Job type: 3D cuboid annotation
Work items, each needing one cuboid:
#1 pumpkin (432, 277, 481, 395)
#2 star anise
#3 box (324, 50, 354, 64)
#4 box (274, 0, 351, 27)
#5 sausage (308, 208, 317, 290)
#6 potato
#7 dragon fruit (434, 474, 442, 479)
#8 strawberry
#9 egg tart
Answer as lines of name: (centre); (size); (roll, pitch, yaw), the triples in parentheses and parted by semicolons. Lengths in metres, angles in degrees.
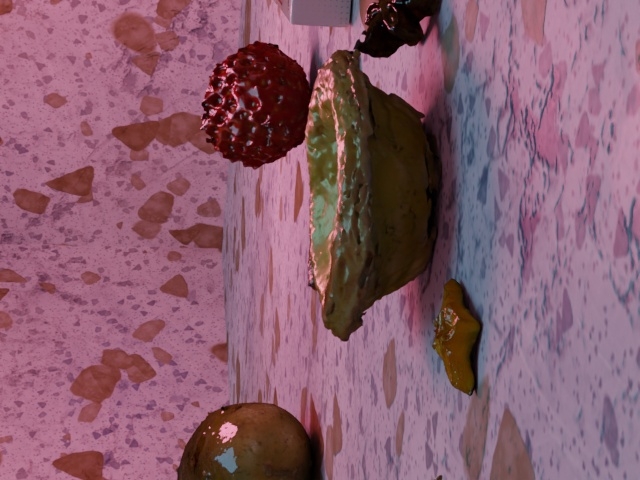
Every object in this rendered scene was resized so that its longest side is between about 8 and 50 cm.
pumpkin: (0.118, 0.087, 1.135); (0.101, 0.035, 0.073); (-114, 24, -66)
star anise: (0.082, -0.242, 1.342); (0.097, 0.070, 0.191); (-58, 16, 14)
box: (0.018, -0.166, 1.822); (0.212, 0.042, 0.201); (156, 117, -80)
box: (-0.014, -0.456, 1.921); (0.330, 0.095, 0.210); (-108, 22, -71)
sausage: (0.000, 0.000, 1.955); (0.036, 0.042, 0.158); (8, -96, -60)
potato: (-0.123, 0.392, 2.145); (0.359, 0.219, 0.270); (115, 147, -53)
dragon fruit: (0.080, 0.253, 1.073); (0.153, 0.153, 0.111); (167, 122, -81)
strawberry: (-0.072, -0.233, 2.150); (0.178, 0.233, 0.234); (13, 104, 51)
egg tart: (0.052, -0.046, 1.320); (0.315, 0.120, 0.315); (180, 90, -83)
